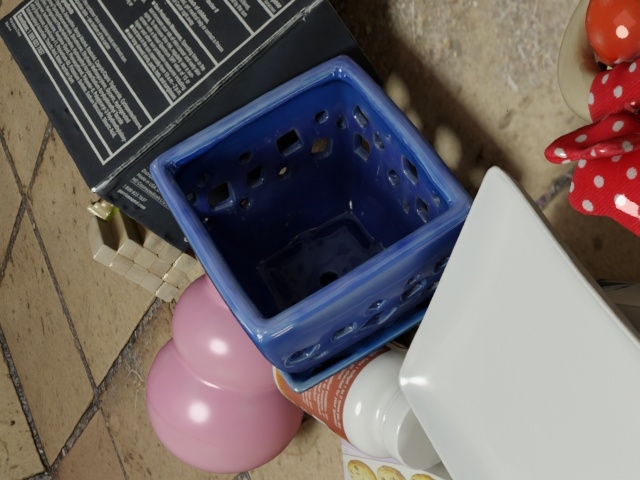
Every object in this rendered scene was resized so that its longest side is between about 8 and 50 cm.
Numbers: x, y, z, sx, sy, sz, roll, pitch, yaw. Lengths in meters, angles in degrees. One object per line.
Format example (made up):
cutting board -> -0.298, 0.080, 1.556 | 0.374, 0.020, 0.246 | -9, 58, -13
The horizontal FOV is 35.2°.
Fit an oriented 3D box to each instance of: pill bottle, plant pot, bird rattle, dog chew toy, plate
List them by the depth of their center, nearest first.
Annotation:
bird rattle -> 0.238, -0.135, 0.687 | 0.253, 0.143, 0.207 | -65, 19, 18
plate -> 0.175, 0.127, 0.800 | 0.278, 0.045, 0.277 | 59, 145, 37
plant pot -> 0.000, 0.000, 0.997 | 0.236, 0.236, 0.212 | 54, 169, 29
pill bottle -> 0.051, 0.161, 1.097 | 0.216, 0.121, 0.121 | 26, 122, 51
dog chew toy -> -0.100, 0.127, 1.261 | 0.206, 0.207, 0.331 | 42, 125, 42

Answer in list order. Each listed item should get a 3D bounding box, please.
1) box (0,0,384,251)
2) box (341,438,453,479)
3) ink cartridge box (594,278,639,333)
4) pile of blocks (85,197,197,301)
box -> -0.143, -0.202, 1.092 | 0.294, 0.183, 0.296 | -40, 57, 6
box -> 0.138, 0.262, 1.051 | 0.324, 0.063, 0.067 | 10, 110, 55
ink cartridge box -> 0.229, 0.106, 0.842 | 0.191, 0.082, 0.139 | 3, 102, 56
pile of blocks -> -0.192, -0.043, 1.270 | 0.149, 0.362, 0.112 | 39, 99, -6
